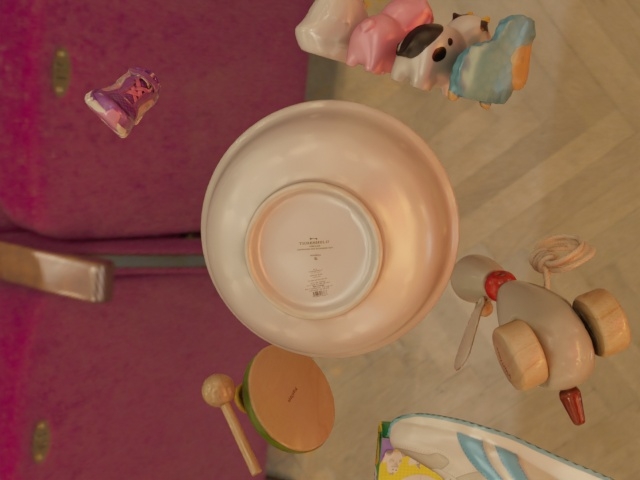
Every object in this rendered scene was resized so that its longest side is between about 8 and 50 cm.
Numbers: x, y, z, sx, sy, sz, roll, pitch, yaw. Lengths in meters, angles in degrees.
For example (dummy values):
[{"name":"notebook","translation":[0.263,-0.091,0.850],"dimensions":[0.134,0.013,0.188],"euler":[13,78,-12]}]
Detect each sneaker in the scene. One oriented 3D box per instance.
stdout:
[{"name":"sneaker","translation":[-0.327,-0.249,1.615],"dimensions":[0.104,0.236,0.095],"euler":[-39,104,10]},{"name":"sneaker","translation":[0.153,0.208,0.768],"dimensions":[0.229,0.087,0.092],"euler":[20,82,24]}]

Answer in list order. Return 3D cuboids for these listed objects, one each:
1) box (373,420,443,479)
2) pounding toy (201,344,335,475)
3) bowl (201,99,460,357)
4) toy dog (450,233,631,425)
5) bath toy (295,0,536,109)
[{"name":"box","translation":[0.115,0.304,1.121],"dimensions":[0.105,0.043,0.179],"euler":[2,113,0]},{"name":"pounding toy","translation":[-0.094,0.279,1.531],"dimensions":[0.110,0.237,0.183],"euler":[-34,78,38]},{"name":"bowl","translation":[0.000,0.000,1.005],"dimensions":[0.298,0.134,0.298],"euler":[1,100,8]},{"name":"toy dog","translation":[0.280,0.127,1.239],"dimensions":[0.220,0.333,0.161],"euler":[-11,107,10]},{"name":"bath toy","translation":[0.116,-0.279,1.269],"dimensions":[0.348,0.151,0.129],"euler":[26,106,40]}]
